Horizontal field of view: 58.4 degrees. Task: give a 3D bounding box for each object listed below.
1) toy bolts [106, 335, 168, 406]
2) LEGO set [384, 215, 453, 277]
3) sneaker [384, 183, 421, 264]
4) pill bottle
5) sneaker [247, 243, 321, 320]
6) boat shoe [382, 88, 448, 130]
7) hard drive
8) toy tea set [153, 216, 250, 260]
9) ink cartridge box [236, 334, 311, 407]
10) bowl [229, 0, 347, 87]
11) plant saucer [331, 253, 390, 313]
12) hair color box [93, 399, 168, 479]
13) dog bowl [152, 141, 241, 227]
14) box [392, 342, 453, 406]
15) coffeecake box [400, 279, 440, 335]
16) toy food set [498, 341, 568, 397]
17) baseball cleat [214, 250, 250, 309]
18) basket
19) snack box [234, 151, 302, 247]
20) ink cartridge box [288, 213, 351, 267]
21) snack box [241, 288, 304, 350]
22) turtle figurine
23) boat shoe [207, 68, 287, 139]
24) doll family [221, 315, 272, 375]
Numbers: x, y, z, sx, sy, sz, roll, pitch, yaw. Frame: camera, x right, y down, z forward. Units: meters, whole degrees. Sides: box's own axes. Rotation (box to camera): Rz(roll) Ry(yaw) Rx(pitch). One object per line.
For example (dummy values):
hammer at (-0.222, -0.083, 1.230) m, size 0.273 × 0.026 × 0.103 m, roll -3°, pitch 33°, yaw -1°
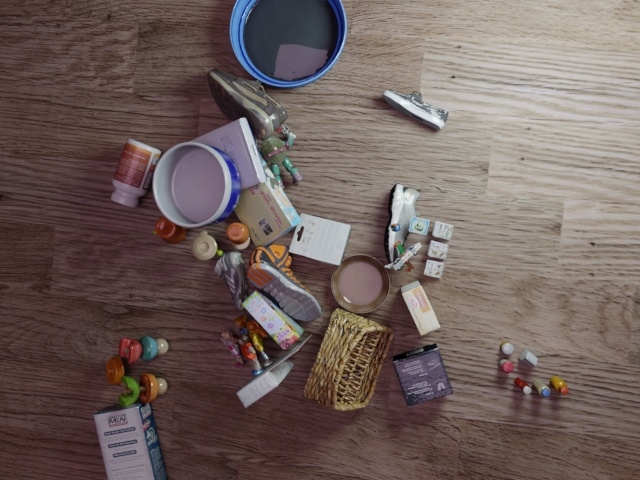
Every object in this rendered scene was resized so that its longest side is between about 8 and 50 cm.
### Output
toy bolts at (-0.627, 0.432, 2.003) m, size 0.218 × 0.158 × 0.229 m, roll 26°, pitch 108°, yaw 45°
LEGO set at (0.310, 0.016, 1.857) m, size 0.244 × 0.060 × 0.182 m, roll 11°, pitch 94°, yaw -32°
sneaker at (0.269, -0.045, 1.880) m, size 0.108 × 0.100 × 0.272 m, roll 9°, pitch 94°, yaw -3°
pill bottle at (-0.640, -0.229, 1.966) m, size 0.121 × 0.121 × 0.216 m, roll 22°, pitch 94°, yaw 6°
sneaker at (-0.104, 0.124, 1.916) m, size 0.124 × 0.180 × 0.321 m, roll -28°, pitch 123°, yaw 25°
boat shoe at (0.315, -0.446, 1.873) m, size 0.228 × 0.080 × 0.076 m, roll 29°, pitch 88°, yaw 4°
hard drive at (-0.333, -0.252, 1.885) m, size 0.318 × 0.040 × 0.210 m, roll -14°, pitch 97°, yaw 36°
toy tea set at (-0.402, -0.039, 1.946) m, size 0.336 × 0.124 × 0.200 m, roll 28°, pitch 87°, yaw 7°
ink cartridge box at (-0.128, 0.415, 1.846) m, size 0.239 × 0.275 × 0.060 m, roll -35°, pitch 86°, yaw 7°
bowl at (-0.106, -0.701, 1.914) m, size 0.391 × 0.077 × 0.391 m, roll 0°, pitch 91°, yaw 6°
plant saucer at (0.135, 0.145, 1.929) m, size 0.198 × 0.036 × 0.199 m, roll 0°, pitch 91°, yaw 6°
hair color box at (-0.656, 0.748, 2.002) m, size 0.173 × 0.105 × 0.347 m, roll -12°, pitch 91°, yaw 7°
dog bowl at (-0.389, -0.173, 1.808) m, size 0.264 × 0.104 × 0.265 m, roll 1°, pitch 94°, yaw 19°
box at (0.335, 0.441, 1.885) m, size 0.156 × 0.093 × 0.158 m, roll -18°, pitch 88°, yaw 7°
coffeecake box at (0.317, 0.212, 1.835) m, size 0.068 × 0.185 × 0.142 m, roll -25°, pitch 89°, yaw 7°
toy food set at (0.671, 0.429, 1.840) m, size 0.232 × 0.104 × 0.111 m, roll 39°, pitch 95°, yaw 4°
baseball cleat at (-0.306, 0.139, 1.974) m, size 0.109 × 0.072 × 0.206 m, roll -5°, pitch 86°, yaw 20°
basket at (0.096, 0.398, 1.852) m, size 0.223 × 0.213 × 0.299 m, roll 22°, pitch 94°, yaw 6°
snack box at (-0.218, -0.148, 1.910) m, size 0.187 × 0.060 × 0.322 m, roll -33°, pitch 87°, yaw 38°
ink cartridge box at (0.000, 0.000, 1.926) m, size 0.179 × 0.045 × 0.145 m, roll 14°, pitch 78°, yaw 15°
snack box at (-0.153, 0.256, 1.896) m, size 0.070 × 0.174 × 0.207 m, roll -43°, pitch 86°, yaw 2°
turtle figurine at (-0.155, -0.288, 1.917) m, size 0.175 × 0.118 × 0.234 m, roll -24°, pitch 94°, yaw 7°
boat shoe at (-0.242, -0.462, 1.897) m, size 0.130 × 0.132 × 0.355 m, roll -33°, pitch 62°, yaw -25°
doll family at (-0.238, 0.336, 1.912) m, size 0.118 × 0.263 × 0.163 m, roll -25°, pitch 98°, yaw -27°
